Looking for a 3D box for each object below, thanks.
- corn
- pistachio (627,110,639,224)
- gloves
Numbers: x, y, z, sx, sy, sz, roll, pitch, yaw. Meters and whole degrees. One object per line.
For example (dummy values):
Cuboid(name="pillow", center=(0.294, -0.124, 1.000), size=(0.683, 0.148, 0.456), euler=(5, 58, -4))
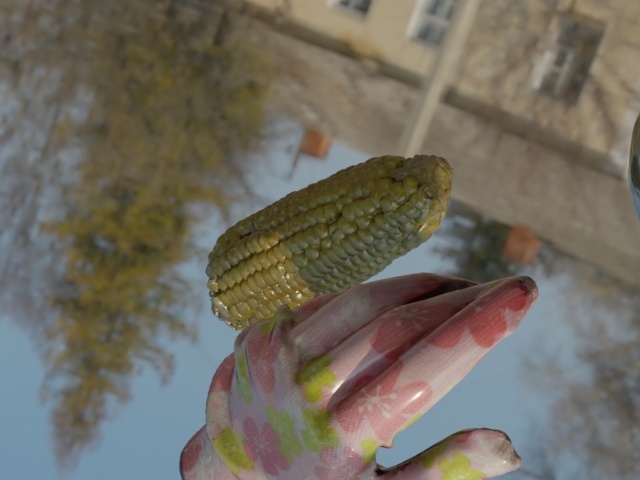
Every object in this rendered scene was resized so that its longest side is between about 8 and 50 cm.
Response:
Cuboid(name="corn", center=(0.000, 0.000, 1.374), size=(0.097, 0.097, 0.262), euler=(10, 150, -45))
Cuboid(name="pistachio", center=(0.255, -0.052, 0.886), size=(0.162, 0.181, 0.293), euler=(43, 158, 12))
Cuboid(name="gloves", center=(0.023, 0.091, 0.997), size=(0.126, 0.241, 0.145), euler=(18, -138, -31))
